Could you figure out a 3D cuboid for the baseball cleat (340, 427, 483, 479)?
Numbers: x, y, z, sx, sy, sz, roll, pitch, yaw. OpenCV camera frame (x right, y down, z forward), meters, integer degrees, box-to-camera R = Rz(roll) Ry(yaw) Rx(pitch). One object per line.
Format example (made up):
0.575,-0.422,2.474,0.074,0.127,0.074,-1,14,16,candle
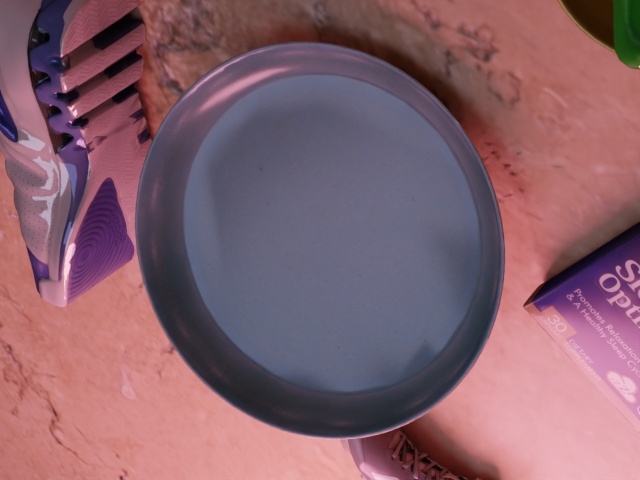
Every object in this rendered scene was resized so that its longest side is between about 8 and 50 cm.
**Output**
0.102,0.215,1.456,0.109,0.072,0.206,-21,113,36,baseball cleat

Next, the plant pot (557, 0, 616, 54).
0.212,-0.185,0.957,0.134,0.095,0.134,26,138,26,plant pot

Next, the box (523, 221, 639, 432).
0.262,0.049,1.171,0.136,0.036,0.225,47,141,-1,box

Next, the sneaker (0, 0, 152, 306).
-0.251,-0.115,1.446,0.182,0.127,0.315,27,132,29,sneaker

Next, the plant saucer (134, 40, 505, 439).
0.000,0.000,1.274,0.318,0.044,0.317,5,102,24,plant saucer

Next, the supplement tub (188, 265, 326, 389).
-0.023,0.071,1.389,0.190,0.117,0.117,34,141,15,supplement tub

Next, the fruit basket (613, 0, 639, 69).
0.336,-0.218,0.729,0.283,0.392,0.392,-123,11,-62,fruit basket
